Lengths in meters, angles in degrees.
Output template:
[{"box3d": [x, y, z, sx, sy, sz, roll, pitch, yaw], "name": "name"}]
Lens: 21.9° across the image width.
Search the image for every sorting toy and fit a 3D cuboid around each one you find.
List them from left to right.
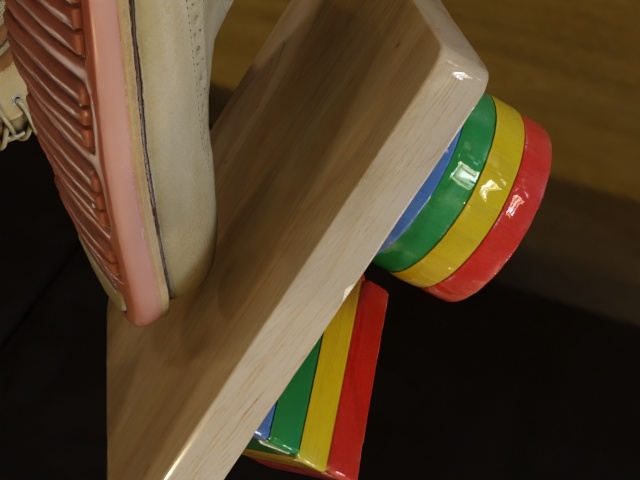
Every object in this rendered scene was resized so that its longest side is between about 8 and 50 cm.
[{"box3d": [0.000, 0.000, 0.780, 0.089, 0.257, 0.255, 28, -163, -18], "name": "sorting toy"}]

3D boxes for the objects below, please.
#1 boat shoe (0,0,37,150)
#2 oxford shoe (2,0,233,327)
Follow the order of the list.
[{"box3d": [-0.286, -0.144, 1.440, 0.119, 0.324, 0.122, 23, 153, -1], "name": "boat shoe"}, {"box3d": [-0.051, -0.147, 0.665, 0.140, 0.146, 0.397, 46, 142, 51], "name": "oxford shoe"}]
